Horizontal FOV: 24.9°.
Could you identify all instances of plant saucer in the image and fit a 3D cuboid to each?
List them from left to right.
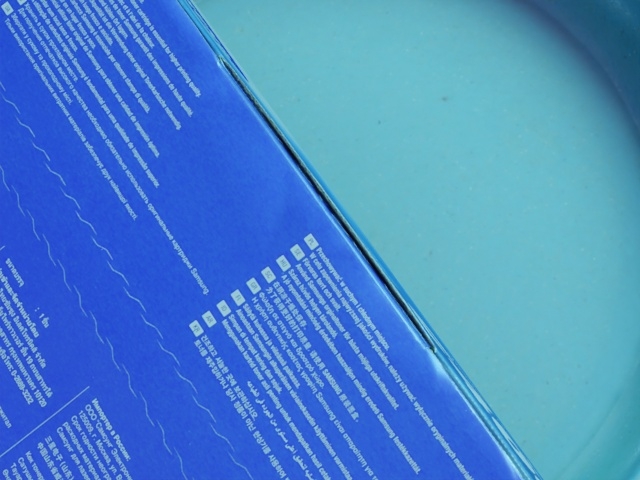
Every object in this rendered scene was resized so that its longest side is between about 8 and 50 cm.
[{"bbox_3d":[0.000,0.000,0.581,0.317,0.044,0.318,-4,74,15],"label":"plant saucer"}]

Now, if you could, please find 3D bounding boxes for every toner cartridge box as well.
[{"bbox_3d":[-0.053,0.042,0.522,0.165,0.075,0.348,-37,68,4],"label":"toner cartridge box"}]
